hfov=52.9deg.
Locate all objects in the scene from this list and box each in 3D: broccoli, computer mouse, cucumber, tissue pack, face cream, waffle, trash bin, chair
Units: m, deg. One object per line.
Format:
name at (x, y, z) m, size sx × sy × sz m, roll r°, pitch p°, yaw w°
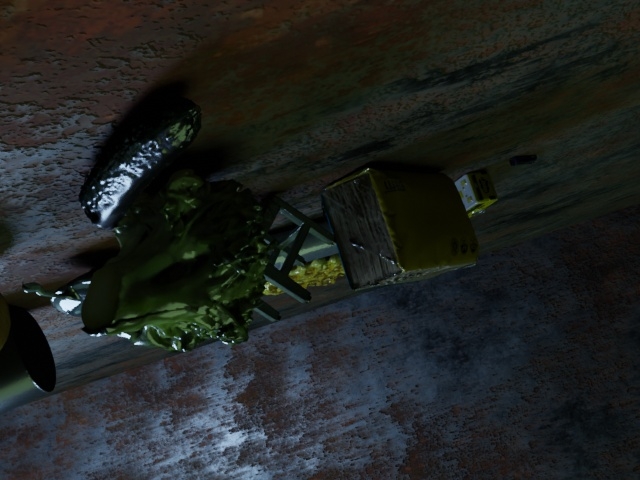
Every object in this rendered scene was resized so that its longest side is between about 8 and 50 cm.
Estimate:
broccoli at (-0.203, 0.040, 0.815) m, size 0.245 × 0.247 × 0.288 m, roll -6°, pitch 120°, yaw -57°
computer mouse at (-0.354, 0.075, 1.125) m, size 0.167 × 0.090 × 0.379 m, roll -29°, pitch 159°, yaw 23°
cucumber at (-0.197, -0.083, 0.676) m, size 0.067 × 0.067 × 0.245 m, roll -8°, pitch 163°, yaw -39°
tissue pack at (0.151, -0.024, 1.143) m, size 0.134 × 0.192 × 0.270 m, roll -25°, pitch 168°, yaw 37°
face cream at (0.000, 0.000, 1.329) m, size 0.269 × 0.073 × 0.107 m, roll -15°, pitch 173°, yaw -15°
waffle at (-0.012, 0.083, 1.750) m, size 0.311 × 0.060 × 0.307 m, roll -3°, pitch 162°, yaw -47°
trash bin at (-0.694, 0.268, 1.203) m, size 0.333 × 0.214 × 0.214 m, roll -22°, pitch 169°, yaw -5°
chair at (-0.131, -0.002, 1.044) m, size 0.270 × 0.147 × 0.136 m, roll 32°, pitch 147°, yaw -13°

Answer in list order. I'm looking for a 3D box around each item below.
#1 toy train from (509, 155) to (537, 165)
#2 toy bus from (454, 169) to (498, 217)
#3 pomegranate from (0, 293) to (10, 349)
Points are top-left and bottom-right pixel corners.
toy train at (0.424, -0.165, 1.336) m, size 0.083 × 0.017 × 0.017 m, roll -10°, pitch 167°, yaw -38°
toy bus at (0.297, -0.073, 1.416) m, size 0.074 × 0.081 × 0.226 m, roll -11°, pitch 167°, yaw -26°
pomegranate at (-0.528, 0.132, 0.873) m, size 0.196 × 0.196 × 0.196 m, roll -17°, pitch 169°, yaw -4°
